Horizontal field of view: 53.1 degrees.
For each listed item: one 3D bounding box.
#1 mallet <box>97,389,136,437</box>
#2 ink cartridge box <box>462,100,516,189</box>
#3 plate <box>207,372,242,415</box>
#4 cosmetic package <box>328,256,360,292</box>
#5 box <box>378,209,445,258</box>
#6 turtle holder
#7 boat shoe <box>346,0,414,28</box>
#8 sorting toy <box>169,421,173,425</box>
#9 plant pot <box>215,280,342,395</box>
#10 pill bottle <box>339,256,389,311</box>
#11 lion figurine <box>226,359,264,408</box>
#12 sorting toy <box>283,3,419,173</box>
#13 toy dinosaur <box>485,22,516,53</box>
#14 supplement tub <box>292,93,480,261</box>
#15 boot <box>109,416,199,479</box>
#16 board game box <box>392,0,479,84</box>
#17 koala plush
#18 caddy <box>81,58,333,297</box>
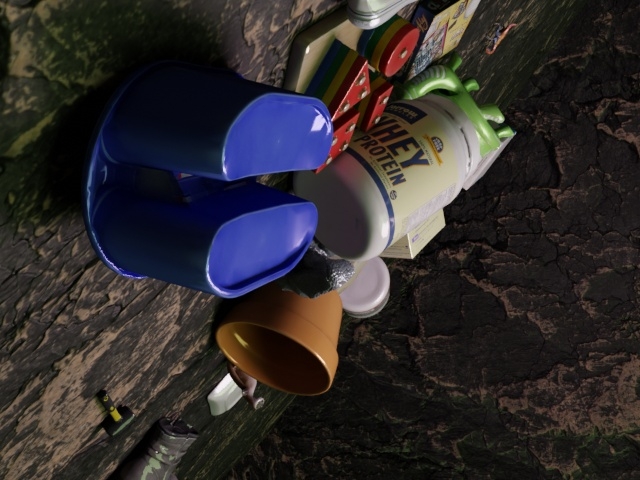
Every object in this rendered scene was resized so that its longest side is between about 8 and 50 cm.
[{"bbox_3d":[-0.402,0.329,1.216,0.062,0.039,0.190,-44,161,-19],"label":"mallet"},{"bbox_3d":[0.385,-0.291,1.785,0.171,0.232,0.168,-34,161,-55],"label":"ink cartridge box"},{"bbox_3d":[-0.244,0.436,2.041,0.278,0.045,0.277,-46,166,-24],"label":"plate"},{"bbox_3d":[0.092,0.014,1.890,0.160,0.113,0.310,-33,158,-55],"label":"cosmetic package"},{"bbox_3d":[0.222,-0.107,1.712,0.213,0.117,0.243,-39,123,-46],"label":"box"},{"bbox_3d":[0.285,-0.273,1.482,0.227,0.243,0.320,-35,177,18],"label":"turtle holder"},{"bbox_3d":[0.124,-0.390,0.920,0.226,0.083,0.076,-51,162,-26],"label":"boat shoe"},{"bbox_3d":[-0.428,0.532,1.729,0.083,0.012,0.062,-58,166,26],"label":"sorting toy"},{"bbox_3d":[-0.073,0.200,1.511,0.291,0.290,0.204,110,6,-55],"label":"plant pot"},{"bbox_3d":[0.137,0.161,2.236,0.210,0.210,0.363,-50,168,-5],"label":"pill bottle"},{"bbox_3d":[-0.144,0.321,1.824,0.392,0.240,0.142,-8,121,-49],"label":"lion figurine"},{"bbox_3d":[0.048,-0.251,1.034,0.257,0.089,0.256,-43,165,-34],"label":"sorting toy"},{"bbox_3d":[0.493,-0.564,1.793,0.047,0.090,0.082,-11,108,-49],"label":"toy dinosaur"},{"bbox_3d":[0.133,-0.132,1.250,0.324,0.235,0.235,-34,160,-30],"label":"supplement tub"},{"bbox_3d":[-0.401,0.592,1.716,0.223,0.118,0.338,-50,163,-11],"label":"boot"},{"bbox_3d":[0.243,-0.436,1.312,0.243,0.042,0.165,-41,164,-39],"label":"board game box"},{"bbox_3d":[0.000,0.000,1.390,0.221,0.196,0.203,-44,180,-34],"label":"koala plush"},{"bbox_3d":[-0.124,-0.075,0.741,0.341,0.179,0.242,-21,124,-66],"label":"caddy"}]
